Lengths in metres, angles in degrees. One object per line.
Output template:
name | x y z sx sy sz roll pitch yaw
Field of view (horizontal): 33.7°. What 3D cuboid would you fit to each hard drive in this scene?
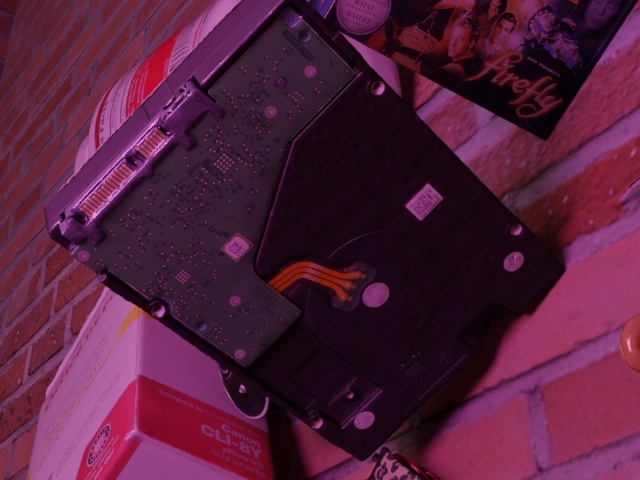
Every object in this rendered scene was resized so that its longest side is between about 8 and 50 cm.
hard drive | 0.000 0.000 0.790 0.237 0.339 0.064 -46 34 7

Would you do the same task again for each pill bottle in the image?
pill bottle | -0.117 -0.121 1.188 0.407 0.229 0.229 -21 53 52

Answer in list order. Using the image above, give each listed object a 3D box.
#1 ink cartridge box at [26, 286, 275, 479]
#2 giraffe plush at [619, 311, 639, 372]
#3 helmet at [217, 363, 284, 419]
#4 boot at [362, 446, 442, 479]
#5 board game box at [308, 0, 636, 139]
ink cartridge box | -0.193 0.215 1.131 0.279 0.160 0.385 -56 21 19
giraffe plush | 0.229 0.126 0.545 0.210 0.181 0.170 -4 60 34
helmet | -0.007 0.083 0.980 0.161 0.169 0.169 -52 33 34
boot | 0.025 0.258 0.898 0.179 0.085 0.236 -62 25 -3
board game box | 0.132 -0.201 0.848 0.165 0.243 0.042 -59 31 16
